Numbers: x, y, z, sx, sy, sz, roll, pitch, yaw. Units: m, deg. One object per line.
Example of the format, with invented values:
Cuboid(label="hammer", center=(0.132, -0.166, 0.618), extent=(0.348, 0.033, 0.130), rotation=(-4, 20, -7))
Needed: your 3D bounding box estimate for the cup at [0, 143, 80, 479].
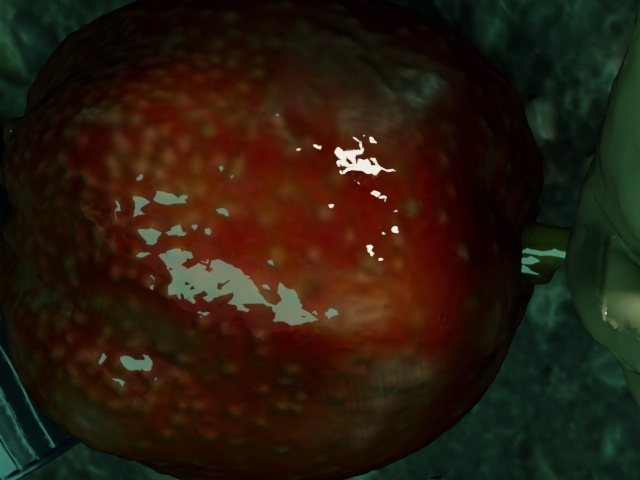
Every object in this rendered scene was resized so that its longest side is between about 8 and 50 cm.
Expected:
Cuboid(label="cup", center=(-0.175, 0.037, 0.846), extent=(0.150, 0.113, 0.138), rotation=(-25, 101, 18))

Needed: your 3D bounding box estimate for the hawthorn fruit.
Cuboid(label="hawthorn fruit", center=(0.000, 0.000, 0.751), extent=(0.253, 0.205, 0.205), rotation=(9, 112, -2))

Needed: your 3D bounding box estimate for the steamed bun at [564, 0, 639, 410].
Cuboid(label="steamed bun", center=(0.221, 0.001, 0.682), extent=(0.280, 0.268, 0.207), rotation=(0, 150, -7))
